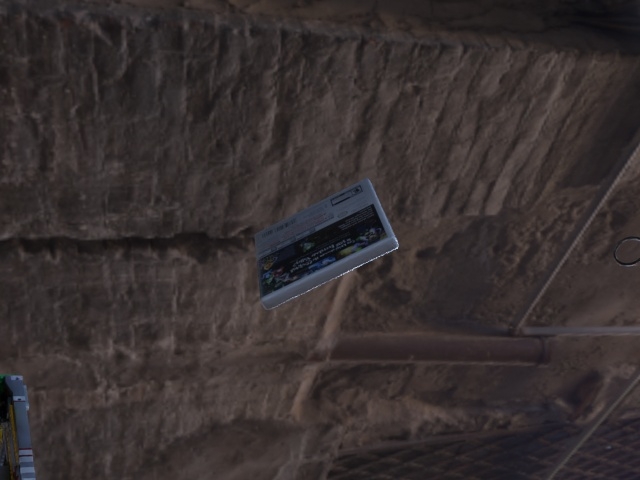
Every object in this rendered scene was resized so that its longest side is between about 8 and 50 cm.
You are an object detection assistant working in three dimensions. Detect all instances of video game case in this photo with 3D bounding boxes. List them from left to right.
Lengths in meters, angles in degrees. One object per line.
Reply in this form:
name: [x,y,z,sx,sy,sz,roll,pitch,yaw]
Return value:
video game case: [0.000,0.000,0.896,0.022,0.191,0.173,60,8,-31]

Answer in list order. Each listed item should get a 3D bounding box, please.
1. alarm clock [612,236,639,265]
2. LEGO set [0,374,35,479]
alarm clock: [0.432,-0.019,0.754,0.129,0.192,0.064,57,18,-27]
LEGO set: [-0.424,0.262,0.623,0.254,0.332,0.192,-61,-144,13]
